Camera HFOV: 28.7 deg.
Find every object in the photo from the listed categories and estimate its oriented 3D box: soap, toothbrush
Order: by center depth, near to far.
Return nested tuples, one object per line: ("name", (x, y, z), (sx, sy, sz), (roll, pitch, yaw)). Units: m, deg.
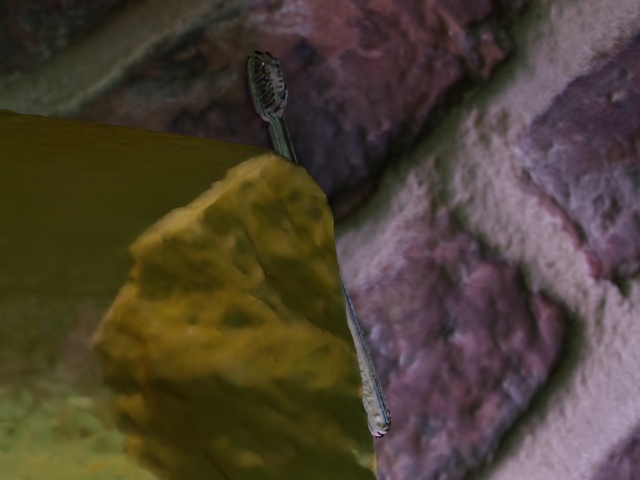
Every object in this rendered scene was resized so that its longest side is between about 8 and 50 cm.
("soap", (-0.169, 0.050, 0.739), (0.427, 0.115, 0.306), (1, 62, -19))
("toothbrush", (-0.002, 0.001, 0.901), (0.026, 0.028, 0.294), (-16, 88, -25))
